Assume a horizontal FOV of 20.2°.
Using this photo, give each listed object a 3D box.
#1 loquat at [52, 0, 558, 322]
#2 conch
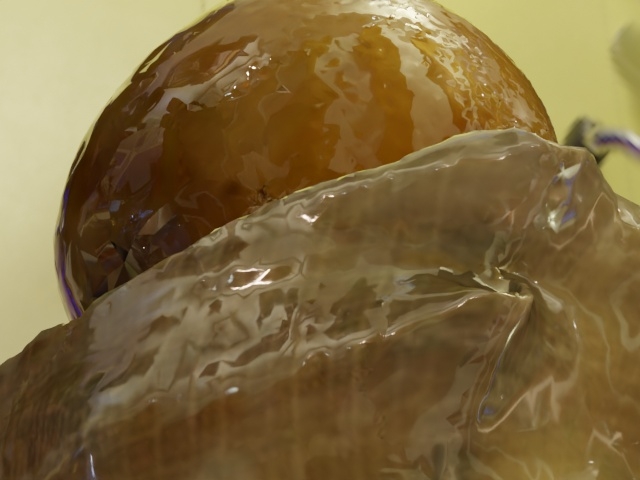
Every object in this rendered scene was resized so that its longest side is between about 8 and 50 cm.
[{"bbox_3d":[0.000,0.000,0.887,0.263,0.263,0.263,12,55,-18],"label":"loquat"},{"bbox_3d":[0.019,0.118,0.380,0.324,0.186,0.263,-15,101,5],"label":"conch"}]
